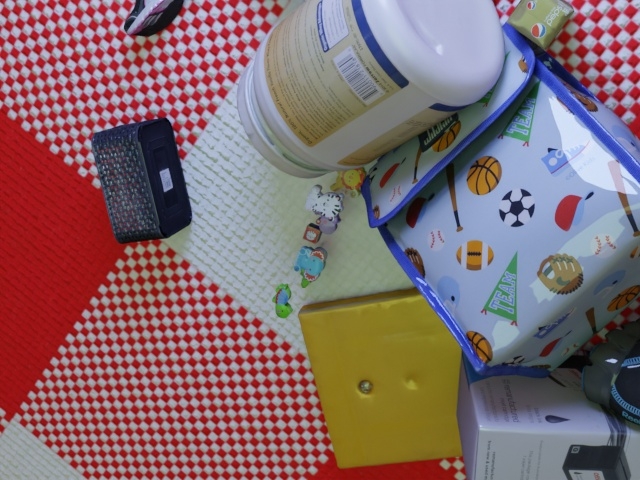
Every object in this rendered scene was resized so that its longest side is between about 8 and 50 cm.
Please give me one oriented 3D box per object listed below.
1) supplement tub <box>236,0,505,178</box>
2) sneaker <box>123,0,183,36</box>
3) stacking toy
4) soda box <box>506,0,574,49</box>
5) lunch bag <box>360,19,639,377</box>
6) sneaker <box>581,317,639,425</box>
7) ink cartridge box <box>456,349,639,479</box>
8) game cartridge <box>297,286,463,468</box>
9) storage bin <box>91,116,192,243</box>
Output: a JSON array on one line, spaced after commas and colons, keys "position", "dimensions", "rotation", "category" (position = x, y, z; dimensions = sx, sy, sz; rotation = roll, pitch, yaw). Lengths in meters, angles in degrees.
[{"position": [0.054, -0.226, 1.128], "dimensions": [0.316, 0.228, 0.228], "rotation": [-27, 98, 46], "category": "supplement tub"}, {"position": [-0.243, -0.390, 1.302], "dimensions": [0.077, 0.072, 0.178], "rotation": [46, 105, 12], "category": "sneaker"}, {"position": [0.000, 0.000, 1.284], "dimensions": [0.052, 0.167, 0.221], "rotation": [23, 110, 8], "category": "stacking toy"}, {"position": [0.285, -0.293, 1.108], "dimensions": [0.061, 0.181, 0.058], "rotation": [36, 112, 3], "category": "soda box"}, {"position": [0.250, -0.063, 1.139], "dimensions": [0.328, 0.239, 0.385], "rotation": [-46, 55, 23], "category": "lunch bag"}, {"position": [0.496, 0.115, 1.123], "dimensions": [0.341, 0.125, 0.140], "rotation": [-44, 50, -15], "category": "sneaker"}, {"position": [0.355, 0.255, 1.192], "dimensions": [0.308, 0.223, 0.129], "rotation": [2, 111, 3], "category": "ink cartridge box"}, {"position": [0.150, 0.215, 1.371], "dimensions": [0.324, 0.052, 0.285], "rotation": [-10, 103, 16], "category": "game cartridge"}, {"position": [-0.279, -0.095, 1.359], "dimensions": [0.084, 0.122, 0.180], "rotation": [-8, 103, 18], "category": "storage bin"}]
